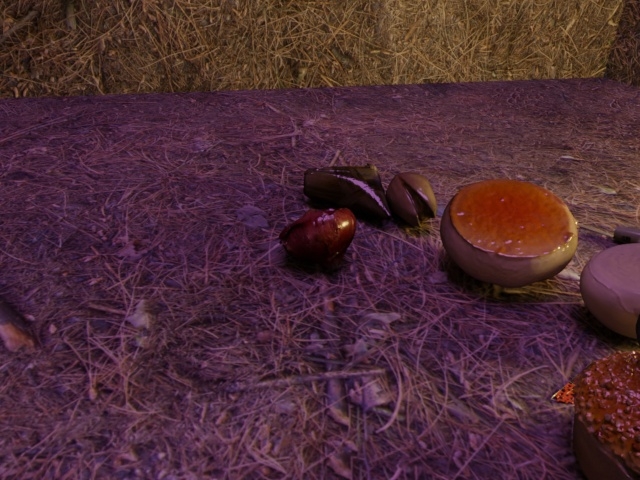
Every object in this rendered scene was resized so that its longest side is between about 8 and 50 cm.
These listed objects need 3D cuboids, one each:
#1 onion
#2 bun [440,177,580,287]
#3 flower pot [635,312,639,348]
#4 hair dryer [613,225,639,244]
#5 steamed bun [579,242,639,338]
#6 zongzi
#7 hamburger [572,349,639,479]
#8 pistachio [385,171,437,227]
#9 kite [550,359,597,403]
[{"bbox_3d":[0.000,0.000,1.242,0.183,0.147,0.184,-17,-9,-3],"label":"onion"},{"bbox_3d":[0.421,0.000,1.240,0.298,0.165,0.299,-4,44,4],"label":"bun"},{"bbox_3d":[0.496,0.154,0.674,0.108,0.103,0.229,0,27,3],"label":"flower pot"},{"bbox_3d":[0.782,0.016,1.371,0.106,0.054,0.154,17,36,32],"label":"hair dryer"},{"bbox_3d":[0.635,0.111,1.075,0.231,0.145,0.232,-10,27,5],"label":"steamed bun"},{"bbox_3d":[0.068,-0.115,1.480,0.220,0.112,0.242,-3,37,-6],"label":"zongzi"},{"bbox_3d":[0.500,0.267,0.750,0.301,0.171,0.302,2,29,-1],"label":"hamburger"},{"bbox_3d":[0.246,-0.112,1.471,0.135,0.136,0.226,-2,27,-9],"label":"pistachio"},{"bbox_3d":[0.498,0.247,0.955,0.222,0.008,0.125,5,28,5],"label":"kite"}]
